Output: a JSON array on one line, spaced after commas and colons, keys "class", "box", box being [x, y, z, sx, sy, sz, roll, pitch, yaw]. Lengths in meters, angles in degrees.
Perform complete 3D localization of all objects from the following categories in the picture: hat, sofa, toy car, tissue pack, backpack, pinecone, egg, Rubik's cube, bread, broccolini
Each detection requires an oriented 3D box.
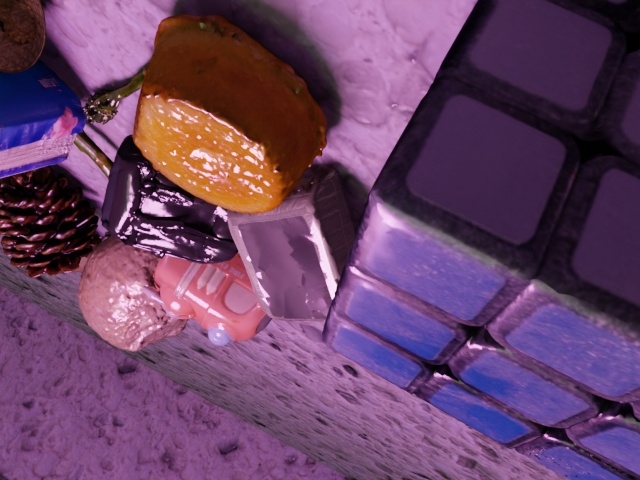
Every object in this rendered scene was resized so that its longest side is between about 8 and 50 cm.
[{"class": "hat", "box": [-0.433, -0.316, 0.979, 0.145, 0.067, 0.146, 6, 108, 19]}, {"class": "sofa", "box": [0.000, 0.000, 1.035, 0.210, 0.176, 0.226, -9, 107, 43]}, {"class": "toy car", "box": [-0.177, 0.075, 1.242, 0.270, 0.213, 0.180, 32, 156, -2]}, {"class": "tissue pack", "box": [-0.506, -0.201, 1.013, 0.209, 0.269, 0.137, 43, 111, 1]}, {"class": "backpack", "box": [-0.231, -0.058, 1.103, 0.258, 0.133, 0.206, 20, 115, -5]}, {"class": "pinecone", "box": [-0.618, -0.046, 1.529, 0.224, 0.224, 0.273, 13, 126, 34]}, {"class": "egg", "box": [-0.407, 0.109, 1.516, 0.279, 0.279, 0.310, 31, 142, -1]}, {"class": "Rubik's cube", "box": [0.207, -0.011, 0.527, 0.305, 0.304, 0.301, 27, 155, 6]}, {"class": "bread", "box": [-0.112, -0.143, 0.834, 0.268, 0.146, 0.268, 22, 156, 10]}, {"class": "broccolini", "box": [-0.298, -0.221, 1.021, 0.239, 0.054, 0.051, -8, 122, 51]}, {"class": "broccolini", "box": [-0.392, -0.156, 1.261, 0.392, 0.079, 0.074, 51, 160, -24]}]

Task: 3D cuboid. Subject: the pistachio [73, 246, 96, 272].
[{"class": "pistachio", "box": [-0.650, -0.008, 1.737, 0.135, 0.136, 0.226, 12, 142, 36]}]
